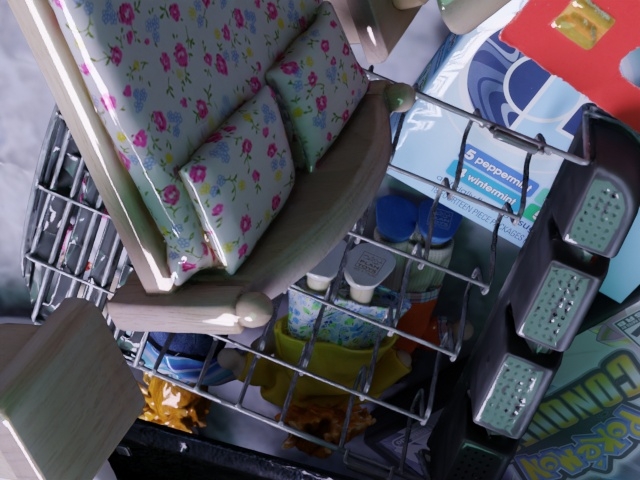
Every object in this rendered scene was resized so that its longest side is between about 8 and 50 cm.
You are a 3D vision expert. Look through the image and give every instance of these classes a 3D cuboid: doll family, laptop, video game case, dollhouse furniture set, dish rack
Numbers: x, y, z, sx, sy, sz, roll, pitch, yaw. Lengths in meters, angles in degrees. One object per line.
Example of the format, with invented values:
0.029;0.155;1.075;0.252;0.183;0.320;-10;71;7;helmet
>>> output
-0.046;0.050;0.719;0.262;0.118;0.163;15;132;4;doll family
0.029;0.156;0.728;0.234;0.137;0.264;11;139;23;laptop
0.207;0.134;0.772;0.248;0.035;0.275;40;129;-18;video game case
0.001;-0.147;0.360;0.173;0.355;0.303;1;130;30;dollhouse furniture set
0.000;0.000;0.597;0.271;0.074;0.208;22;111;-1;dish rack

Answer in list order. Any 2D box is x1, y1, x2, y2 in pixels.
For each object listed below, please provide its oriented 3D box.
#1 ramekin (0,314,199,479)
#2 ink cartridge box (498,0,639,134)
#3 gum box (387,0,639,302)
-0.201;0.171;0.864;0.272;0.127;0.273;8;131;10;ramekin
0.211;-0.108;0.500;0.181;0.056;0.225;31;119;-19;ink cartridge box
0.138;-0.070;0.614;0.157;0.041;0.184;29;130;-8;gum box
